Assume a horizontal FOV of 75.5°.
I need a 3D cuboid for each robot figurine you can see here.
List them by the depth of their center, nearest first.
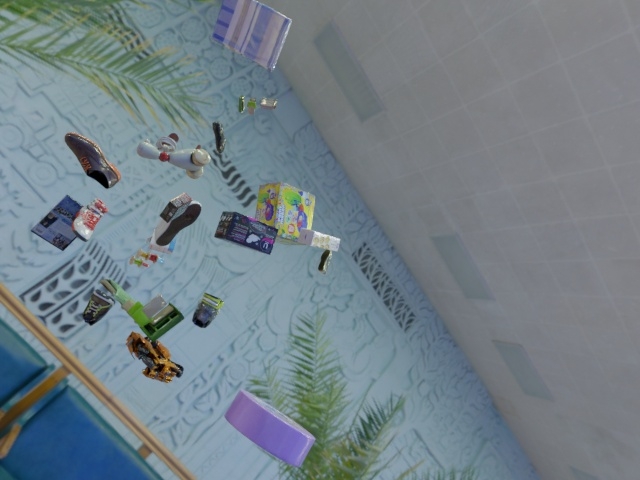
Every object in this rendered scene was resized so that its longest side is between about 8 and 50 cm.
[{"bbox_3d":[-0.678,0.478,1.681,0.291,0.085,0.211,27,-9,47],"label":"robot figurine"}]

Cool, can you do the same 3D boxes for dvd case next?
[{"bbox_3d":[-1.328,-0.089,2.148,0.180,0.253,0.022,47,-8,-36],"label":"dvd case"}]

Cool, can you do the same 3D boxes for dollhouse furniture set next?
[{"bbox_3d":[-0.251,-0.536,1.660,0.151,0.076,0.058,8,-50,-2],"label":"dollhouse furniture set"},{"bbox_3d":[-0.730,0.240,1.688,0.301,0.151,0.197,26,-34,37],"label":"dollhouse furniture set"}]

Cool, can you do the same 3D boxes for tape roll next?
[{"bbox_3d":[-0.153,0.563,1.253,0.275,0.090,0.275,29,-18,11],"label":"tape roll"}]

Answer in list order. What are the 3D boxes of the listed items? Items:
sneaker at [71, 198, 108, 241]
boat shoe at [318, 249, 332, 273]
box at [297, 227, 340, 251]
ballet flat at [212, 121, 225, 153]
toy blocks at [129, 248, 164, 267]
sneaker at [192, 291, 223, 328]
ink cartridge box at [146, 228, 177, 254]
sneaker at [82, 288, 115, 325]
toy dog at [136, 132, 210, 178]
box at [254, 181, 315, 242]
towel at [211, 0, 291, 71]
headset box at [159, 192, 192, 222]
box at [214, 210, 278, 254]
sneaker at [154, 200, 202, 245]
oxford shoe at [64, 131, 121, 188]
[{"bbox_3d":[-1.115,-0.110,2.014,0.090,0.145,0.270,54,-1,-39],"label":"sneaker"},{"bbox_3d":[0.032,0.117,2.337,0.056,0.153,0.048,-8,-40,37],"label":"boat shoe"},{"bbox_3d":[0.000,0.000,1.775,0.063,0.067,0.324,15,-1,22],"label":"box"},{"bbox_3d":[-0.537,-0.543,2.186,0.049,0.057,0.173,24,-50,25],"label":"ballet flat"},{"bbox_3d":[-0.968,0.114,2.314,0.148,0.123,0.054,29,32,-44],"label":"toy blocks"},{"bbox_3d":[-0.491,0.307,1.738,0.111,0.121,0.300,31,-27,-4],"label":"sneaker"},{"bbox_3d":[-0.865,0.006,2.244,0.143,0.090,0.092,18,-28,-23],"label":"ink cartridge box"},{"bbox_3d":[-0.856,0.270,1.584,0.084,0.097,0.235,34,-40,-8],"label":"sneaker"},{"bbox_3d":[-0.687,-0.431,1.989,0.220,0.161,0.333,-21,-30,28],"label":"toy dog"},{"bbox_3d":[-0.199,-0.138,2.279,0.177,0.290,0.279,-1,-11,42],"label":"box"},{"bbox_3d":[-0.273,-0.824,1.621,0.285,0.034,0.209,28,-66,-2],"label":"towel"},{"bbox_3d":[-0.392,-0.091,1.132,0.032,0.083,0.062,43,-60,-7],"label":"headset box"},{"bbox_3d":[-0.360,-0.034,2.006,0.247,0.142,0.163,23,-9,-33],"label":"box"},{"bbox_3d":[-0.671,-0.107,1.914,0.106,0.290,0.123,35,22,-49],"label":"sneaker"},{"bbox_3d":[-0.977,-0.338,1.760,0.097,0.098,0.271,-29,-60,22],"label":"oxford shoe"}]
